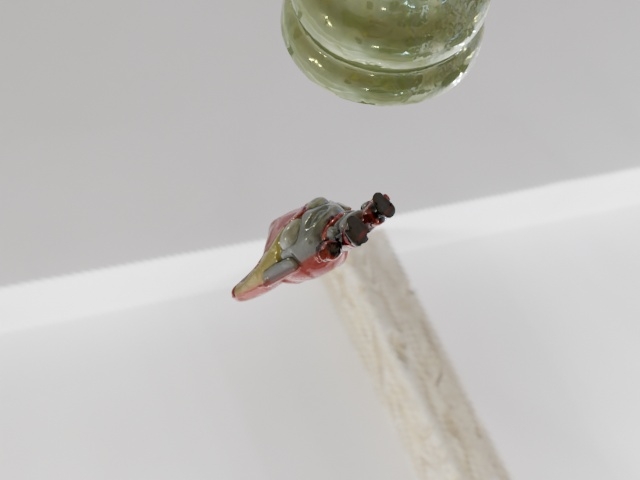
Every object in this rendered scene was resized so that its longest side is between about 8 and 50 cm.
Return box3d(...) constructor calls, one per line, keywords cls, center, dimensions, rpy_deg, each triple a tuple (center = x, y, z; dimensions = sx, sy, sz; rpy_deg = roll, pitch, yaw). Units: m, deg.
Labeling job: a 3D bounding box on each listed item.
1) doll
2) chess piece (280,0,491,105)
box3d(cls="doll", center=(0.000, 0.000, 0.955), dimensions=(0.057, 0.169, 0.109), rpy_deg=(50, -117, -18))
box3d(cls="chess piece", center=(0.056, -0.214, 0.760), dimensions=(0.144, 0.251, 0.144), rpy_deg=(3, -122, -5))
